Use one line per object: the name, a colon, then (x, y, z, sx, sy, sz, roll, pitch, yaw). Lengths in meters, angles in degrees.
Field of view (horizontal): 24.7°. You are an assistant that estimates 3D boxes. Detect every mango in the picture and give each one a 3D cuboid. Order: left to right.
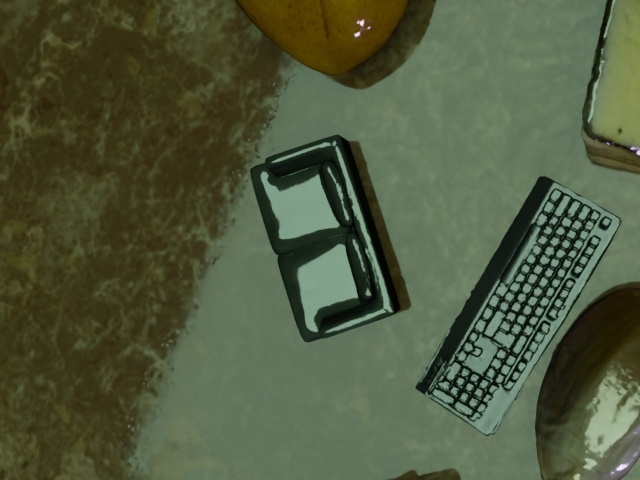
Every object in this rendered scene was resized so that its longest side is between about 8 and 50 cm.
mango: (-0.007, -0.256, 1.098, 0.187, 0.138, 0.257, 6, 95, -7)

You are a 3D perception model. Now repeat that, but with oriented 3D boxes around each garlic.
garlic: (0.205, 0.124, 1.056, 0.090, 0.128, 0.198, 34, 94, -6)

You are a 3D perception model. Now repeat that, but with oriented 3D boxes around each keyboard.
keyboard: (0.151, 0.050, 1.125, 0.074, 0.015, 0.196, 32, 96, 10)

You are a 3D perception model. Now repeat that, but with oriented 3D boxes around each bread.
bread: (0.292, -0.159, 1.033, 0.178, 0.135, 0.240, 13, 91, 11)

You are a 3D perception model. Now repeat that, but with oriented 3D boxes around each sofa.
sofa: (0.000, 0.000, 1.133, 0.085, 0.060, 0.147, -17, 87, 12)
